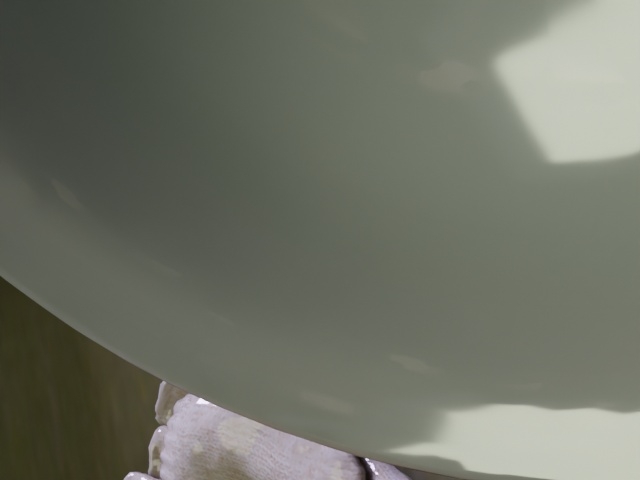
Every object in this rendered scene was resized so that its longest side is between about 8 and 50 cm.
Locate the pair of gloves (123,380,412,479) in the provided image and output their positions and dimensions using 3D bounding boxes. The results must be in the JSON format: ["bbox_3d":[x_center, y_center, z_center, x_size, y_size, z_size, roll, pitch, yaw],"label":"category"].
[{"bbox_3d":[-0.016,0.169,0.525,0.204,0.042,0.240,26,111,43],"label":"pair of gloves"}]

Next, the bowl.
[{"bbox_3d":[0.033,-0.090,0.343,0.298,0.134,0.298,14,138,13],"label":"bowl"}]
